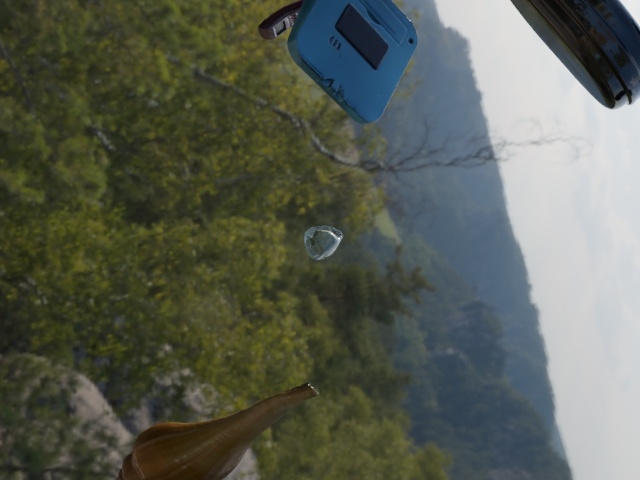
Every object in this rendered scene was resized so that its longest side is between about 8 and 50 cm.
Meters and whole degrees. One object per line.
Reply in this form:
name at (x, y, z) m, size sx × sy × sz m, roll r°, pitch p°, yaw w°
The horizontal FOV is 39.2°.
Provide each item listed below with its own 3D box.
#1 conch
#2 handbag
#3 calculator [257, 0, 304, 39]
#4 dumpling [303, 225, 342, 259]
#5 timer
conch at (-0.133, 0.257, 1.108) m, size 0.109 × 0.330 × 0.093 m, roll 34°, pitch 41°, yaw -50°
handbag at (0.372, -0.326, 1.316) m, size 0.308 × 0.093 × 0.253 m, roll 55°, pitch 14°, yaw 18°
calculator at (-0.053, -0.512, 2.030) m, size 0.034 × 0.190 × 0.126 m, roll 63°, pitch 1°, yaw 1°
dumpling at (0.000, 0.000, 1.536) m, size 0.059 × 0.077 × 0.043 m, roll 40°, pitch -16°, yaw 8°
timer at (0.051, -0.365, 1.684) m, size 0.232 × 0.091 × 0.250 m, roll 42°, pitch 58°, yaw -28°
